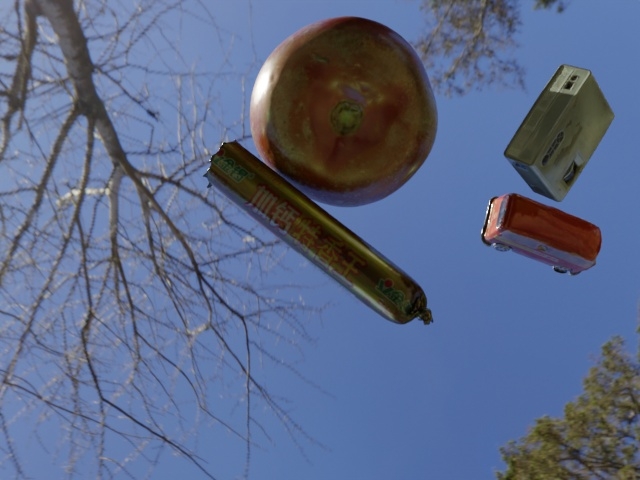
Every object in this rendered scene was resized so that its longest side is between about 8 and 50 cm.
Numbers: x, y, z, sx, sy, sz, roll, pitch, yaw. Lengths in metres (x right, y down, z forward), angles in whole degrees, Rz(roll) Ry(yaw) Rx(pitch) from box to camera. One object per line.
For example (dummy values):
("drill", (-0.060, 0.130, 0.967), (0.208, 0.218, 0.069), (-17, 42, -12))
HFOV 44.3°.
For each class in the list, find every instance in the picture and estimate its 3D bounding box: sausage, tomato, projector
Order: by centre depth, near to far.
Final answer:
("projector", (0.318, -0.143, 1.051), (0.061, 0.115, 0.147), (31, -93, 45))
("sausage", (0.000, 0.000, 1.063), (0.371, 0.082, 0.082), (38, -106, 14))
("tomato", (0.034, -0.188, 1.152), (0.270, 0.222, 0.270), (0, -79, -2))

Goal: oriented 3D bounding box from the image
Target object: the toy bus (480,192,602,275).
("toy bus", (0.326, -0.009, 1.136), (0.174, 0.077, 0.079), (20, -108, -10))
